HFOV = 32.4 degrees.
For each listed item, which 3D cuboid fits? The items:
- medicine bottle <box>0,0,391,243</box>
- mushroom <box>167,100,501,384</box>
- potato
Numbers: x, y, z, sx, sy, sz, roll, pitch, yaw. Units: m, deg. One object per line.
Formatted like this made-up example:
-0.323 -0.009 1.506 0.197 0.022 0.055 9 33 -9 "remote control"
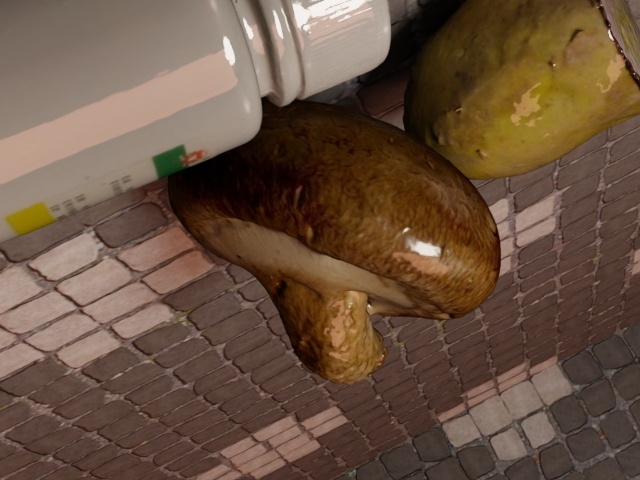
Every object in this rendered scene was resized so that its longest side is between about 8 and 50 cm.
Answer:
-0.136 -0.149 0.802 0.340 0.208 0.208 -23 156 -9 "medicine bottle"
0.007 -0.023 1.117 0.345 0.239 0.345 3 144 2 "mushroom"
0.195 -0.168 1.123 0.266 0.229 0.229 -26 159 27 "potato"
